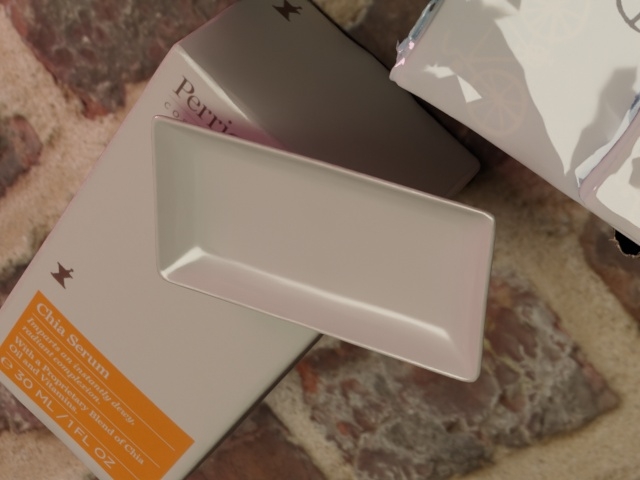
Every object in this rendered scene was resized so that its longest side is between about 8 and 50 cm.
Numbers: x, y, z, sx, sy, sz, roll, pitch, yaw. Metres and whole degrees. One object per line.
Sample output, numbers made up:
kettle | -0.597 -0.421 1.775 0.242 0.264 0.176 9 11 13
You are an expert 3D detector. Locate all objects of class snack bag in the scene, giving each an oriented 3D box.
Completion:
snack bag | 0.242 -0.137 0.975 0.342 0.037 0.323 36 125 9

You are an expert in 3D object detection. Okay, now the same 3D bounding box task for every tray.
tray | 0.000 0.000 1.108 0.270 0.030 0.145 17 125 22

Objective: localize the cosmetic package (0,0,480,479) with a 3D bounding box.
cosmetic package | -0.097 0.022 1.314 0.230 0.161 0.453 43 132 3

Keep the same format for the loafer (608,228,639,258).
loafer | 0.239 -0.079 1.074 0.080 0.078 0.220 11 123 29
